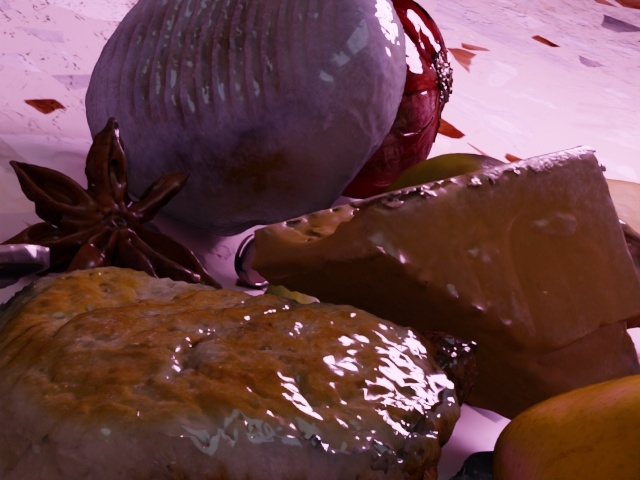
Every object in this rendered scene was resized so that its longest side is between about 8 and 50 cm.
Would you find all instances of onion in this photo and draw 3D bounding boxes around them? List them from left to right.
[{"bbox_3d":[0.044,-0.186,2.318,0.281,0.221,0.281,-5,48,6],"label":"onion"}]

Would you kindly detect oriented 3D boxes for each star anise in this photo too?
[{"bbox_3d":[-0.209,-0.003,1.860,0.196,0.111,0.212,-32,87,-41],"label":"star anise"}]

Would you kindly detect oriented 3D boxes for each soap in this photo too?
[{"bbox_3d":[0.131,0.093,1.799,0.339,0.304,0.169,-15,-3,-37],"label":"soap"}]

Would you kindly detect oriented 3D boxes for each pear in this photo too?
[{"bbox_3d":[0.281,0.240,1.601,0.285,0.284,0.336,16,-10,-15],"label":"pear"}]

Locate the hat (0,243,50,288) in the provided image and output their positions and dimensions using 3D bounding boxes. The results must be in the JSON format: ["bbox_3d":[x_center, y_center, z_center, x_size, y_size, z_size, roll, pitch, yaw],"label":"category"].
[{"bbox_3d":[-0.369,-0.003,1.676,0.232,0.161,0.275,40,3,13],"label":"hat"}]

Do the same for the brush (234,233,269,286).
[{"bbox_3d":[-0.001,0.001,2.121,0.067,0.072,0.313,10,15,37],"label":"brush"}]

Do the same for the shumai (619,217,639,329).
[{"bbox_3d":[0.292,0.055,2.198,0.201,0.201,0.120,25,63,7],"label":"shumai"}]

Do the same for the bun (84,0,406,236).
[{"bbox_3d":[-0.066,-0.156,2.086,0.211,0.362,0.362,54,-3,-41],"label":"bun"}]

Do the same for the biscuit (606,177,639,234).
[{"bbox_3d":[0.367,-0.015,2.483,0.291,0.062,0.237,6,28,-32],"label":"biscuit"}]

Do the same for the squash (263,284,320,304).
[{"bbox_3d":[-0.018,0.089,1.856,0.095,0.095,0.188,20,20,-6],"label":"squash"}]

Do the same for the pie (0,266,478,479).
[{"bbox_3d":[-0.094,0.144,1.566,0.418,0.180,0.395,11,16,5],"label":"pie"}]

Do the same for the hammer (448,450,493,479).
[{"bbox_3d":[0.252,0.270,1.769,0.288,0.033,0.111,28,24,13],"label":"hammer"}]

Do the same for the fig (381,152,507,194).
[{"bbox_3d":[0.166,0.011,2.051,0.230,0.207,0.207,10,25,-24],"label":"fig"}]
